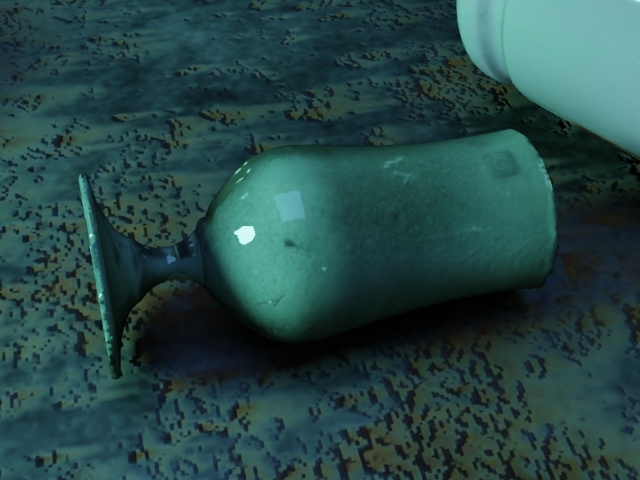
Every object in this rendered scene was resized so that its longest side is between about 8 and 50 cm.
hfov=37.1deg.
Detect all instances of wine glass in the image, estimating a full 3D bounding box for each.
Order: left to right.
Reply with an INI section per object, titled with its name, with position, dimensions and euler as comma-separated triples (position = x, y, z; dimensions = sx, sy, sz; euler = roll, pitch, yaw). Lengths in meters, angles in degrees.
[wine glass]
position = 0.000, 0.000, 0.488
dimensions = 0.231, 0.103, 0.103
euler = -8, 44, -13

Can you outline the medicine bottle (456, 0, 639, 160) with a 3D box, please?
[medicine bottle]
position = 0.256, -0.121, 0.541
dimensions = 0.202, 0.202, 0.316
euler = -32, 53, -29
